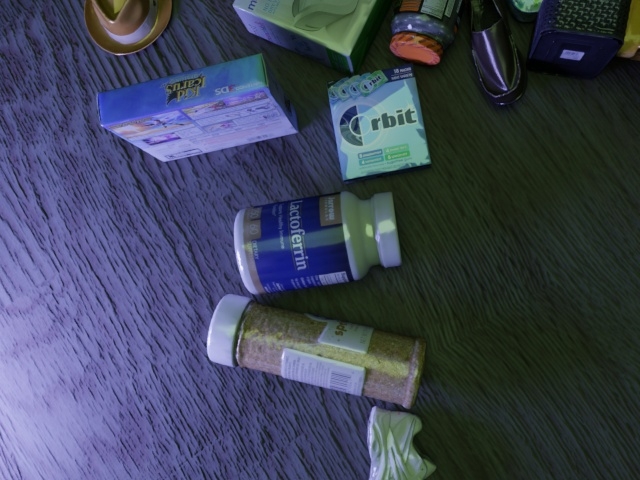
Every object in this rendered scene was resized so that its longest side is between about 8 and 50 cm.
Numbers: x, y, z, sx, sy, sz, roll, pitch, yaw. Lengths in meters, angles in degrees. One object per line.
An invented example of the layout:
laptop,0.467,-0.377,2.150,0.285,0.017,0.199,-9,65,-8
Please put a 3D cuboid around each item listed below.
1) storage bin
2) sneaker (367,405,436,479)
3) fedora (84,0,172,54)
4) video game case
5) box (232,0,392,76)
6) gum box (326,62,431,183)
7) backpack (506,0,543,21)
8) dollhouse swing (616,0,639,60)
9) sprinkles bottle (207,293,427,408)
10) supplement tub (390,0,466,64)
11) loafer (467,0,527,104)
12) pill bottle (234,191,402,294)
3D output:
storage bin,0.410,-0.334,1.025,0.122,0.180,0.084,12,88,10
sneaker,0.133,0.395,1.049,0.115,0.090,0.232,1,86,5
fedora,-0.379,-0.456,1.209,0.194,0.079,0.194,-1,85,9
video game case,-0.193,-0.214,1.073,0.269,0.244,0.061,-11,83,7
box,0.012,-0.464,1.128,0.231,0.127,0.262,27,90,8
gum box,0.103,-0.206,1.131,0.157,0.041,0.184,-11,84,8
backpack,0.367,-0.442,1.091,0.105,0.084,0.114,-9,86,10
dollhouse swing,0.652,-0.380,0.932,0.347,0.305,0.315,13,87,11
sprinkles bottle,-0.006,0.185,1.072,0.355,0.121,0.121,12,87,9
supplement tub,0.191,-0.410,1.098,0.117,0.117,0.190,18,88,10
loafer,0.289,-0.336,1.087,0.080,0.078,0.220,-20,76,30
pill bottle,0.000,0.000,1.072,0.265,0.153,0.153,-9,83,7
